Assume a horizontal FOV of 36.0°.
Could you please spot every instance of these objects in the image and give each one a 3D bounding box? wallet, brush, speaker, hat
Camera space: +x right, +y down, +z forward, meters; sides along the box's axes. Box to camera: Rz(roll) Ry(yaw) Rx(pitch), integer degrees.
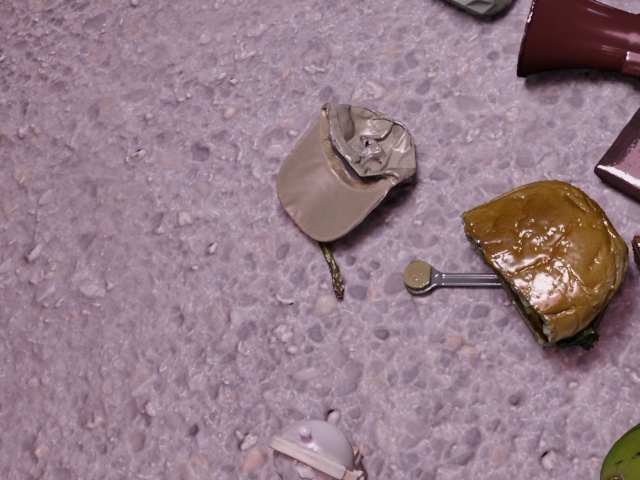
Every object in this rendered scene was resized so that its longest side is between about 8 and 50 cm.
[{"bbox_3d":[0.598,-0.125,1.639,0.229,0.049,0.182,36,84,26],"label":"wallet"},{"bbox_3d":[0.271,0.064,1.689,0.266,0.027,0.062,0,62,19],"label":"brush"},{"bbox_3d":[0.527,-0.366,1.737,0.329,0.198,0.259,12,33,9],"label":"speaker"},{"bbox_3d":[0.052,-0.124,1.817,0.214,0.149,0.244,50,118,21],"label":"hat"}]

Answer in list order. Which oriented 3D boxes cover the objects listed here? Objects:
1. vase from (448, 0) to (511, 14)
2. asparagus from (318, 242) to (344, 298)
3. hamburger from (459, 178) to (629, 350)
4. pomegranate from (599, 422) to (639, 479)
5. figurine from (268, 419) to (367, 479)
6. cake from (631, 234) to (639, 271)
[{"bbox_3d":[0.210,-0.552,1.896,0.360,0.165,0.165,28,80,31],"label":"vase"},{"bbox_3d":[0.000,0.000,1.814,0.025,0.024,0.248,-52,51,44],"label":"asparagus"},{"bbox_3d":[0.379,0.022,1.599,0.211,0.132,0.309,-31,57,-1],"label":"hamburger"},{"bbox_3d":[0.526,0.360,1.367,0.270,0.254,0.254,6,70,1],"label":"pomegranate"},{"bbox_3d":[-0.005,0.363,1.556,0.162,0.237,0.141,21,70,23],"label":"figurine"},{"bbox_3d":[0.551,0.128,1.511,0.113,0.116,0.295,-28,66,5],"label":"cake"}]
